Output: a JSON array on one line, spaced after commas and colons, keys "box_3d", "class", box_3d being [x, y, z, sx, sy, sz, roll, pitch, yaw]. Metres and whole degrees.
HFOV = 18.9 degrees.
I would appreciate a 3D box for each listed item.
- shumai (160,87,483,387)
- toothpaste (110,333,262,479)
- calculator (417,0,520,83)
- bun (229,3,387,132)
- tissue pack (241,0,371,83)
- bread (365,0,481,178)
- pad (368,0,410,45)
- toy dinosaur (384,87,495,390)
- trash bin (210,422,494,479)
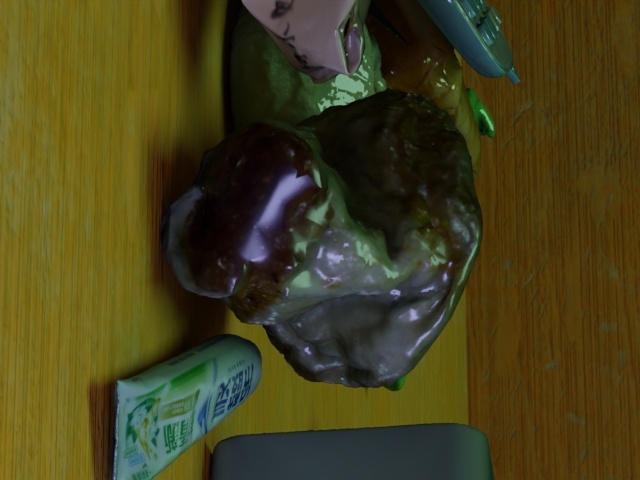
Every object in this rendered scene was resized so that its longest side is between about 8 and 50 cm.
[{"box_3d": [-0.021, -0.024, 1.346, 0.222, 0.203, 0.272, -70, -160, -3], "class": "shumai"}, {"box_3d": [-0.086, 0.100, 1.214, 0.297, 0.048, 0.075, -28, 121, -77], "class": "toothpaste"}, {"box_3d": [0.084, -0.312, 1.880, 0.386, 0.054, 0.256, 54, 14, -6], "class": "calculator"}, {"box_3d": [-0.005, -0.118, 1.556, 0.195, 0.118, 0.195, -4, 90, -84], "class": "bun"}, {"box_3d": [0.006, -0.359, 1.382, 0.390, 0.195, 0.376, -77, 158, -52], "class": "tissue pack"}, {"box_3d": [0.086, -0.167, 2.038, 0.294, 0.132, 0.167, 67, 6, -60], "class": "bread"}, {"box_3d": [0.010, -0.220, 1.595, 0.127, 0.004, 0.190, 37, 10, -18], "class": "pad"}, {"box_3d": [0.084, -0.124, 2.244, 0.374, 0.143, 0.500, -62, 148, -50], "class": "toy dinosaur"}, {"box_3d": [0.025, 0.306, 1.310, 0.158, 0.222, 0.344, 73, 15, -59], "class": "trash bin"}]
